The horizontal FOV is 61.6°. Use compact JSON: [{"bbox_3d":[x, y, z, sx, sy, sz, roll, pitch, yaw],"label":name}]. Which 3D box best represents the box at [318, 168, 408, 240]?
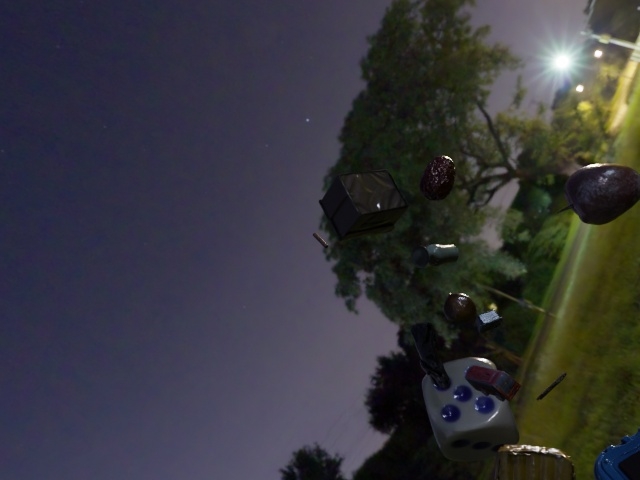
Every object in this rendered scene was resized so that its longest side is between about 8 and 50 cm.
[{"bbox_3d":[0.154,-0.126,1.860,0.252,0.188,0.153,-9,-30,-36],"label":"box"}]

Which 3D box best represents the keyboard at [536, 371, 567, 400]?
[{"bbox_3d":[0.895,0.565,2.075,0.166,0.017,0.055,-26,-32,-31],"label":"keyboard"}]

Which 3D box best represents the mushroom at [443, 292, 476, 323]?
[{"bbox_3d":[0.394,0.189,1.570,0.088,0.072,0.129,-55,26,10],"label":"mushroom"}]

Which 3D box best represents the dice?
[{"bbox_3d":[0.588,0.666,2.122,0.304,0.304,0.277,-96,-18,-47],"label":"dice"}]

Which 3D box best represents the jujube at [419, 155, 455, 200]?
[{"bbox_3d":[0.419,-0.224,1.907,0.109,0.112,0.176,111,-176,-63],"label":"jujube"}]

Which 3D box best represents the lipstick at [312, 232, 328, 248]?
[{"bbox_3d":[0.000,0.000,2.216,0.019,0.094,0.019,-22,-44,-24],"label":"lipstick"}]

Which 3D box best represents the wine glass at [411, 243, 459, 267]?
[{"bbox_3d":[0.525,0.067,2.442,0.231,0.103,0.103,-3,-60,-41],"label":"wine glass"}]

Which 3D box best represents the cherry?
[{"bbox_3d":[0.959,-0.162,1.863,0.213,0.285,0.236,54,-153,-22],"label":"cherry"}]

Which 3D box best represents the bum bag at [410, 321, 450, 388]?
[{"bbox_3d":[0.396,0.417,1.944,0.060,0.248,0.123,-9,-14,-25],"label":"bum bag"}]

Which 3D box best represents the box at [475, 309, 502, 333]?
[{"bbox_3d":[0.674,0.323,2.160,0.099,0.054,0.074,-18,-35,-9],"label":"box"}]

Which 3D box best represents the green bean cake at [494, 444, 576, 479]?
[{"bbox_3d":[0.665,0.710,1.676,0.224,0.229,0.131,43,-131,-65],"label":"green bean cake"}]

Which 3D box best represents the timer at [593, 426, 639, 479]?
[{"bbox_3d":[1.045,0.724,1.650,0.340,0.309,0.115,-32,-65,0],"label":"timer"}]

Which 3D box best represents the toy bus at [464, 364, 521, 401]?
[{"bbox_3d":[0.483,0.401,1.520,0.065,0.077,0.192,-49,3,-13],"label":"toy bus"}]
